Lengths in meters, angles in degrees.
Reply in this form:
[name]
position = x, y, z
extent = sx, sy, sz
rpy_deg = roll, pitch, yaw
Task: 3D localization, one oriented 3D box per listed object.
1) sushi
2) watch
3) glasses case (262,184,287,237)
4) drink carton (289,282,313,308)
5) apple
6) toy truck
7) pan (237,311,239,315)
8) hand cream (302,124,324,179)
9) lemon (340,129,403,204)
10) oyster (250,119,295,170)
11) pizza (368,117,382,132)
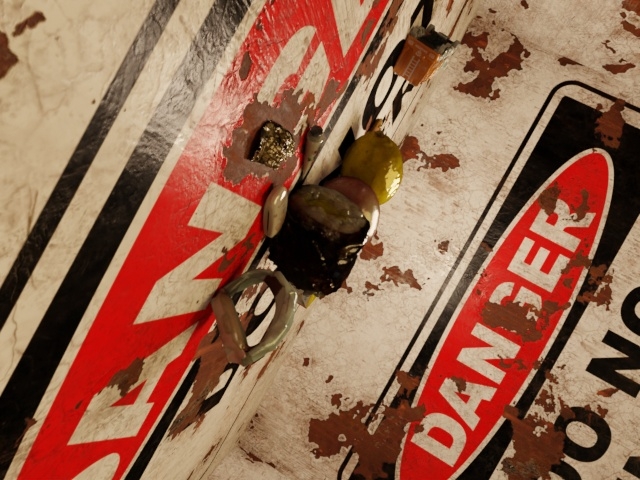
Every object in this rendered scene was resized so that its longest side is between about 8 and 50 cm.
[sushi]
position = 0.000, 0.001, 1.517
extent = 0.281, 0.299, 0.294
rpy_deg = -21, 144, -51
[watch]
position = -0.182, 0.211, 1.304
extent = 0.241, 0.254, 0.162
rpy_deg = -17, 155, -16
[glasses case]
position = -0.132, -0.083, 1.308
extent = 0.081, 0.051, 0.204
rpy_deg = -54, 168, -30
[drink carton]
position = -0.045, 0.184, 2.222
extent = 0.111, 0.154, 0.351
rpy_deg = -66, 169, 27
[apple]
position = 0.090, -0.095, 1.733
extent = 0.235, 0.305, 0.306
rpy_deg = -45, 161, -60
[toy truck]
position = 0.464, -0.809, 1.976
extent = 0.387, 0.173, 0.207
rpy_deg = -43, 167, -52
[pan]
position = -0.309, 0.288, 1.541
extent = 0.068, 0.023, 0.115
rpy_deg = -51, 163, -50
[hand cream]
position = -0.027, -0.268, 1.366
extent = 0.080, 0.050, 0.234
rpy_deg = -61, 177, -21
[lemon]
position = 0.216, -0.290, 1.868
extent = 0.286, 0.285, 0.316
rpy_deg = -55, -167, -29
[oyster]
position = -0.105, -0.221, 1.063
extent = 0.106, 0.056, 0.177
rpy_deg = -70, 165, 7
[pizza]
position = 0.247, -0.478, 2.142
extent = 0.185, 0.052, 0.195
rpy_deg = -57, 170, -6
